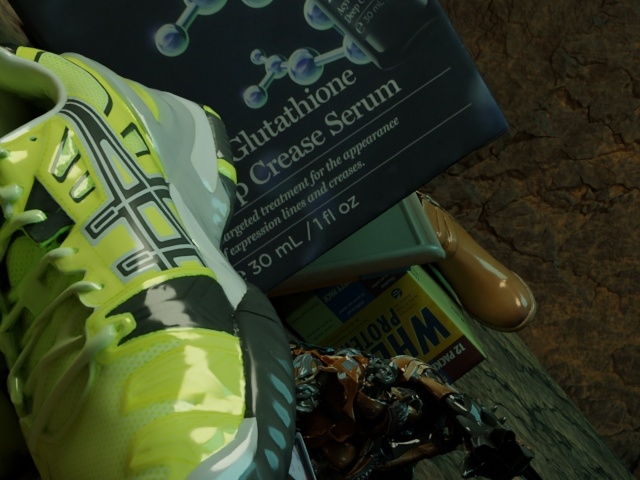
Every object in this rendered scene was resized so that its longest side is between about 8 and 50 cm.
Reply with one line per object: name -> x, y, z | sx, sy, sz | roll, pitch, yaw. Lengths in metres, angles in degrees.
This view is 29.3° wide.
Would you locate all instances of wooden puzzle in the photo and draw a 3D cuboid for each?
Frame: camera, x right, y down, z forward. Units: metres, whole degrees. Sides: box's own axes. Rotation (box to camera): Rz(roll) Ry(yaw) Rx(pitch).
wooden puzzle -> 0.000, 0.000, 1.252 | 0.238, 0.221, 0.044 | -107, -173, -69

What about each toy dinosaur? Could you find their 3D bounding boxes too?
toy dinosaur -> 0.080, 0.159, 1.073 | 0.322, 0.164, 0.218 | -4, 34, -30

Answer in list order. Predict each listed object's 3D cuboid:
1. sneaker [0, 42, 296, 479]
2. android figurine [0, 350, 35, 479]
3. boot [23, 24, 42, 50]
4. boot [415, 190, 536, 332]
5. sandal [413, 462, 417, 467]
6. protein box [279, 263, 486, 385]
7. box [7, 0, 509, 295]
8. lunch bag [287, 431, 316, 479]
sneaker -> -0.118, 0.033, 0.607 | 0.147, 0.145, 0.384 | 25, 23, -29
android figurine -> -0.220, 0.010, 0.662 | 0.273, 0.056, 0.248 | 54, 11, 10
boot -> -0.188, -0.173, 1.322 | 0.263, 0.091, 0.229 | 50, 11, 7
boot -> 0.153, 0.018, 1.404 | 0.197, 0.073, 0.152 | 43, 1, 39
sandal -> 0.074, 0.203, 1.226 | 0.049, 0.072, 0.180 | 32, 8, 20
protein box -> 0.058, 0.065, 1.409 | 0.200, 0.136, 0.201 | 47, 11, -25
box -> -0.077, -0.191, 1.066 | 0.395, 0.293, 0.212 | 56, -3, -19
lunch bag -> -0.033, 0.170, 0.898 | 0.083, 0.053, 0.071 | 54, 7, -39
